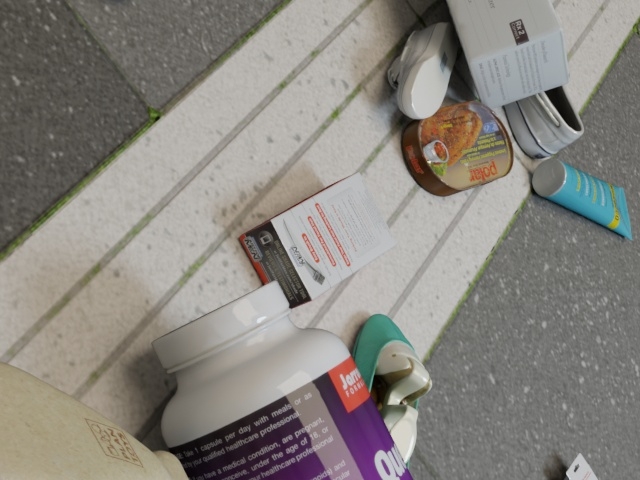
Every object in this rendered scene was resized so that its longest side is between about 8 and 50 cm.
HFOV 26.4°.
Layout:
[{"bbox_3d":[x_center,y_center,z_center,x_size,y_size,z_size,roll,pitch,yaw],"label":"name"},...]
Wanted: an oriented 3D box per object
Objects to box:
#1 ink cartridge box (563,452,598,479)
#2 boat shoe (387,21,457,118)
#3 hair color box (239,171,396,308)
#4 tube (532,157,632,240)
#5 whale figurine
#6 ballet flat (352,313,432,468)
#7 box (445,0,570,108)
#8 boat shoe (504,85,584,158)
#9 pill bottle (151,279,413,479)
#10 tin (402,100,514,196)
[{"bbox_3d":[0.309,0.299,1.613,0.083,0.028,0.048,58,40,-6],"label":"ink cartridge box"},{"bbox_3d":[0.115,-0.206,1.655,0.066,0.063,0.184,63,33,-36],"label":"boat shoe"},{"bbox_3d":[0.000,0.000,1.429,0.167,0.053,0.093,-30,94,-51],"label":"hair color box"},{"bbox_3d":[0.365,-0.059,1.855,0.207,0.052,0.080,18,64,-46],"label":"tube"},{"bbox_3d":[-0.198,0.191,0.976,0.272,0.141,0.216,24,19,-50],"label":"whale figurine"},{"bbox_3d":[0.073,0.172,1.388,0.083,0.087,0.247,37,46,-27],"label":"ballet flat"},{"bbox_3d":[0.223,-0.285,1.702,0.182,0.119,0.181,49,23,-70],"label":"box"},{"bbox_3d":[0.273,-0.245,1.820,0.096,0.088,0.267,-7,75,-48],"label":"boat shoe"},{"bbox_3d":[-0.021,0.205,1.198,0.181,0.181,0.323,-27,90,-50],"label":"pill bottle"},{"bbox_3d":[0.171,-0.112,1.683,0.190,0.040,0.106,-16,78,-49],"label":"tin"}]
